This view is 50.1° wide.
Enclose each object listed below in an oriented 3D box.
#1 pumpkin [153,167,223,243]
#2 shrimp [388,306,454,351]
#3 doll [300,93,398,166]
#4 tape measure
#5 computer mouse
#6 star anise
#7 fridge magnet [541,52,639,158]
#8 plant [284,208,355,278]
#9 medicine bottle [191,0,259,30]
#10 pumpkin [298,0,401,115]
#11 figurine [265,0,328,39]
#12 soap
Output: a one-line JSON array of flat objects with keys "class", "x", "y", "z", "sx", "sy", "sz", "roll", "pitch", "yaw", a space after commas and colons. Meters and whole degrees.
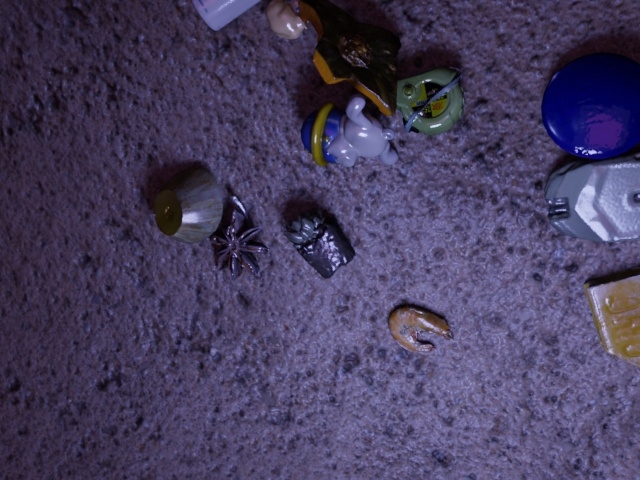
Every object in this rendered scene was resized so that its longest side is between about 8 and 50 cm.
[{"class": "pumpkin", "x": -0.389, "y": -0.096, "z": 1.913, "sx": 0.217, "sy": 0.110, "sz": 0.217, "roll": 3, "pitch": 97, "yaw": 27}, {"class": "shrimp", "x": 0.280, "y": 0.251, "z": 1.906, "sx": 0.187, "sy": 0.051, "sz": 0.132, "roll": 17, "pitch": 121, "yaw": 13}, {"class": "doll", "x": 0.055, "y": -0.267, "z": 1.728, "sx": 0.242, "sy": 0.311, "sz": 0.159, "roll": 28, "pitch": 77, "yaw": 17}, {"class": "tape measure", "x": 0.283, "y": -0.358, "z": 1.766, "sx": 0.200, "sy": 0.106, "sz": 0.175, "roll": -17, "pitch": 82, "yaw": 11}, {"class": "computer mouse", "x": 0.782, "y": -0.120, "z": 1.693, "sx": 0.429, "sy": 0.145, "sz": 0.228, "roll": -7, "pitch": 106, "yaw": 24}, {"class": "star anise", "x": -0.230, "y": -0.002, "z": 1.934, "sx": 0.209, "sy": 0.089, "sz": 0.231, "roll": 25, "pitch": 103, "yaw": 18}, {"class": "fridge magnet", "x": 0.677, "y": -0.328, "z": 1.669, "sx": 0.265, "sy": 0.113, "sz": 0.265, "roll": -3, "pitch": 82, "yaw": 21}, {"class": "plant", "x": 0.000, "y": 0.000, "z": 1.871, "sx": 0.132, "sy": 0.129, "sz": 0.194, "roll": -39, "pitch": 94, "yaw": 12}, {"class": "medicine bottle", "x": -0.172, "y": -0.695, "z": 1.783, "sx": 0.341, "sy": 0.130, "sz": 0.130, "roll": -29, "pitch": 93, "yaw": 14}, {"class": "pumpkin", "x": 0.073, "y": -0.466, "z": 1.693, "sx": 0.290, "sy": 0.258, "sz": 0.095, "roll": 19, "pitch": 146, "yaw": -19}, {"class": "figurine", "x": -0.048, "y": -0.610, "z": 1.790, "sx": 0.196, "sy": 0.108, "sz": 0.114, "roll": -34, "pitch": 97, "yaw": 9}, {"class": "soap", "x": 0.800, "y": 0.214, "z": 1.774, "sx": 0.160, "sy": 0.080, "sz": 0.257, "roll": -18, "pitch": 95, "yaw": 14}]
